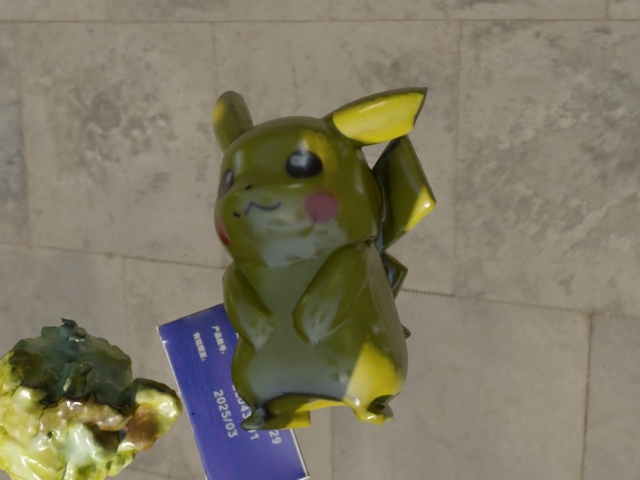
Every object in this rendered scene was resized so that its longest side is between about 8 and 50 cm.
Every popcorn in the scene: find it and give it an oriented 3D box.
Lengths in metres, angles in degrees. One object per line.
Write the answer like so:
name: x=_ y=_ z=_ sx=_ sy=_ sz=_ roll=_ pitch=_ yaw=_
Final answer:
popcorn: x=-0.263 y=0.185 z=1.089 sx=0.212 sy=0.198 sz=0.198 roll=0 pitch=102 yaw=28

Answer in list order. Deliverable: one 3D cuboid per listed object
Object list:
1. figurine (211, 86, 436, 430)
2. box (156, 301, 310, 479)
figurine: x=0.001 y=0.008 z=0.887 sx=0.218 sy=0.169 sz=0.327 roll=-8 pitch=94 yaw=25
box: x=-0.097 y=0.186 z=1.135 sx=0.106 sy=0.299 sz=0.200 roll=-19 pitch=83 yaw=-5
